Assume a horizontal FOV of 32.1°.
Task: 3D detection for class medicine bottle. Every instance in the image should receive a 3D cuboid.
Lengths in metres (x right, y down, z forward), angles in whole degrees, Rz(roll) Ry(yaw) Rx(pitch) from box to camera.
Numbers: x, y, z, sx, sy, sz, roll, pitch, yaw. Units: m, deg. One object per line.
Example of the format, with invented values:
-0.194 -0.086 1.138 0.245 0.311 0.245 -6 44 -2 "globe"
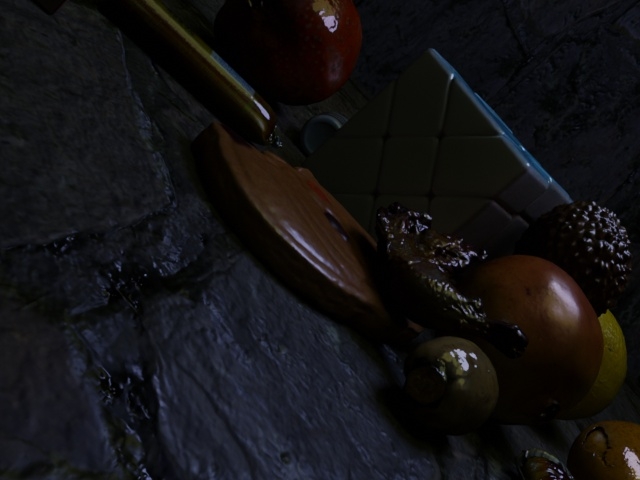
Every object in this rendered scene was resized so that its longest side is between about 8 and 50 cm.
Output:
0.017 -0.210 2.199 0.090 0.090 0.216 46 13 -2 "medicine bottle"

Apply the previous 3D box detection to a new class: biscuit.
0.001 -0.001 1.594 0.455 0.078 0.349 26 28 -58 "biscuit"

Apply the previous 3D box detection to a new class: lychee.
0.407 0.048 1.823 0.200 0.238 0.200 24 9 -4 "lychee"

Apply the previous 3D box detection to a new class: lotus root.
0.173 0.187 1.442 0.118 0.125 0.221 24 7 29 "lotus root"

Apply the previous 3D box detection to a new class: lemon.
0.429 0.199 1.986 0.263 0.236 0.236 21 25 -30 "lemon"

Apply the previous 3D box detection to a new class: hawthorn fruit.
-0.040 -0.389 2.193 0.330 0.287 0.287 42 13 -49 "hawthorn fruit"

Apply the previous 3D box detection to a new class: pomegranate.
0.294 0.160 1.667 0.264 0.264 0.264 44 13 -13 "pomegranate"

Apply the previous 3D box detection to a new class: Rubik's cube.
0.220 -0.084 1.966 0.316 0.319 0.321 30 22 -55 "Rubik's cube"

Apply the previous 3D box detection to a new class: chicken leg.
0.168 0.053 1.560 0.178 0.083 0.322 3 36 -17 "chicken leg"

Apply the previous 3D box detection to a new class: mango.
0.480 0.395 1.753 0.191 0.160 0.290 50 21 -18 "mango"

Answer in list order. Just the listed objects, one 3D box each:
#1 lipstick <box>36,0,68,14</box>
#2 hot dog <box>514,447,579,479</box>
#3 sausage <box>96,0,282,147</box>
-0.391 -0.365 1.461 0.145 0.045 0.045 44 15 -14 "lipstick"
0.345 0.380 1.509 0.162 0.082 0.270 45 12 -16 "hot dog"
-0.189 -0.275 1.770 0.371 0.082 0.082 42 14 -21 "sausage"
